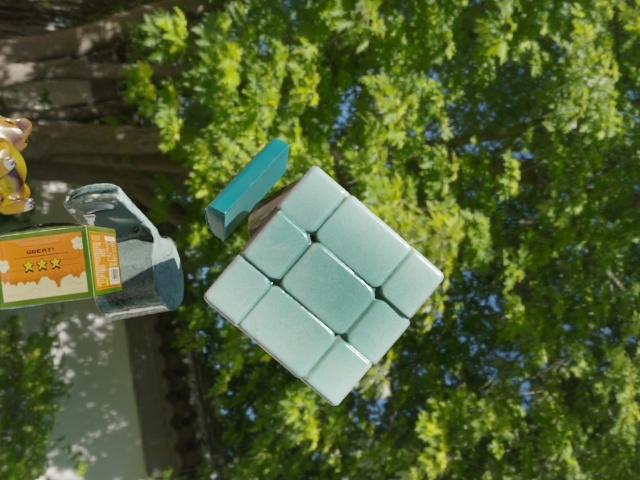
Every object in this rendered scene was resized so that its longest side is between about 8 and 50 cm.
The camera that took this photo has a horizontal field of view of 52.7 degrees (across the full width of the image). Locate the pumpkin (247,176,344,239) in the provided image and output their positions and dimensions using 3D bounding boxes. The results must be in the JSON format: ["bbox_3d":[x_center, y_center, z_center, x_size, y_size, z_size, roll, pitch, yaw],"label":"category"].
[{"bbox_3d":[0.000,0.000,1.588,0.199,0.332,0.332,-30,-118,31],"label":"pumpkin"}]

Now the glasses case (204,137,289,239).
[{"bbox_3d":[-0.191,-0.142,1.704,0.070,0.301,0.117,27,-37,12],"label":"glasses case"}]

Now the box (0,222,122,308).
[{"bbox_3d":[-0.505,0.046,1.258,0.195,0.178,0.148,151,-68,-88],"label":"box"}]

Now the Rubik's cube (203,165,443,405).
[{"bbox_3d":[-0.001,0.078,1.277,0.316,0.322,0.319,-51,-176,-2],"label":"Rubik's cube"}]

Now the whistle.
[{"bbox_3d":[-0.466,0.029,1.575,0.188,0.168,0.404,-82,160,-64],"label":"whistle"}]

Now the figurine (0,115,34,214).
[{"bbox_3d":[-0.447,-0.107,0.852,0.176,0.122,0.121,-113,-168,-46],"label":"figurine"}]
